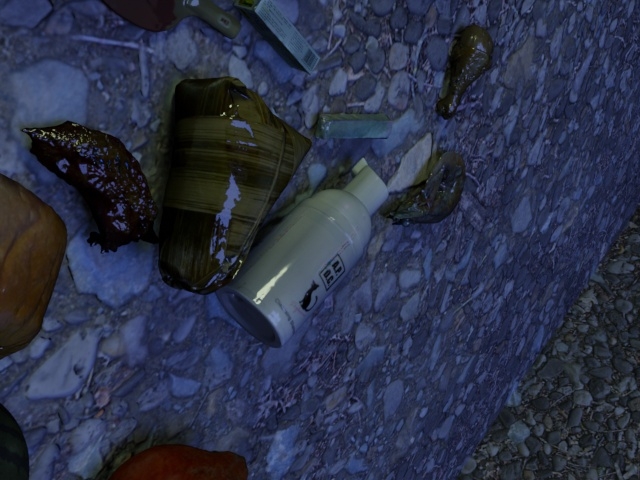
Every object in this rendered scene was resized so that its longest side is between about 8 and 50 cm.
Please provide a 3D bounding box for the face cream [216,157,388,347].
[{"bbox_3d":[0.000,0.000,1.150,0.369,0.145,0.145,-47,142,-24],"label":"face cream"}]

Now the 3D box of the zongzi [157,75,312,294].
[{"bbox_3d":[-0.103,-0.060,0.968,0.288,0.134,0.286,16,85,-64],"label":"zongzi"}]

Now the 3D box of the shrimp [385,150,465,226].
[{"bbox_3d":[0.243,-0.109,1.491,0.317,0.062,0.164,-23,124,-50],"label":"shrimp"}]

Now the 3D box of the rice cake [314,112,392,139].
[{"bbox_3d":[0.061,-0.202,1.204,0.211,0.034,0.043,-11,128,-51],"label":"rice cake"}]

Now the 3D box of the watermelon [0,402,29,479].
[{"bbox_3d":[-0.409,0.247,0.701,0.212,0.212,0.212,-31,134,-39],"label":"watermelon"}]

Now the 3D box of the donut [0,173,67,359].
[{"bbox_3d":[-0.364,-0.010,0.538,0.317,0.299,0.150,88,21,-71],"label":"donut"}]

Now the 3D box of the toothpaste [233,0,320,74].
[{"bbox_3d":[-0.058,-0.295,0.974,0.034,0.046,0.164,-60,146,-4],"label":"toothpaste"}]

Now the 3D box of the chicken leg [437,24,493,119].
[{"bbox_3d":[0.298,-0.342,1.411,0.085,0.069,0.198,0,118,-52],"label":"chicken leg"}]

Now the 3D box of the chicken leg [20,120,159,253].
[{"bbox_3d":[-0.263,-0.065,0.831,0.105,0.063,0.234,-49,141,-30],"label":"chicken leg"}]

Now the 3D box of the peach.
[{"bbox_3d":[-0.215,0.424,1.060,0.257,0.232,0.232,-35,137,-22],"label":"peach"}]

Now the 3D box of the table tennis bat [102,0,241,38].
[{"bbox_3d":[-0.179,-0.309,0.828,0.234,0.022,0.131,20,94,-55],"label":"table tennis bat"}]
